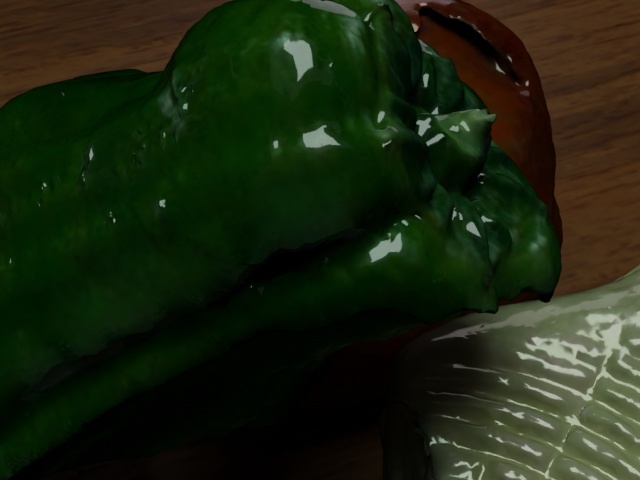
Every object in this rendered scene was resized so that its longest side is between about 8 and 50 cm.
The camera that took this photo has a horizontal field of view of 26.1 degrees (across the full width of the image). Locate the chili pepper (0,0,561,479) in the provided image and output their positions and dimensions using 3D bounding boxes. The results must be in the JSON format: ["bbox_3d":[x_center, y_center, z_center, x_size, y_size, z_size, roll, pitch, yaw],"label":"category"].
[{"bbox_3d":[-0.090,0.019,0.593,0.213,0.385,0.167,-6,70,-57],"label":"chili pepper"}]

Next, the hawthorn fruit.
[{"bbox_3d":[0.000,0.000,0.763,0.299,0.211,0.211,-39,59,-13],"label":"hawthorn fruit"}]

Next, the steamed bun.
[{"bbox_3d":[0.180,0.157,0.624,0.275,0.206,0.320,-30,60,-10],"label":"steamed bun"}]
